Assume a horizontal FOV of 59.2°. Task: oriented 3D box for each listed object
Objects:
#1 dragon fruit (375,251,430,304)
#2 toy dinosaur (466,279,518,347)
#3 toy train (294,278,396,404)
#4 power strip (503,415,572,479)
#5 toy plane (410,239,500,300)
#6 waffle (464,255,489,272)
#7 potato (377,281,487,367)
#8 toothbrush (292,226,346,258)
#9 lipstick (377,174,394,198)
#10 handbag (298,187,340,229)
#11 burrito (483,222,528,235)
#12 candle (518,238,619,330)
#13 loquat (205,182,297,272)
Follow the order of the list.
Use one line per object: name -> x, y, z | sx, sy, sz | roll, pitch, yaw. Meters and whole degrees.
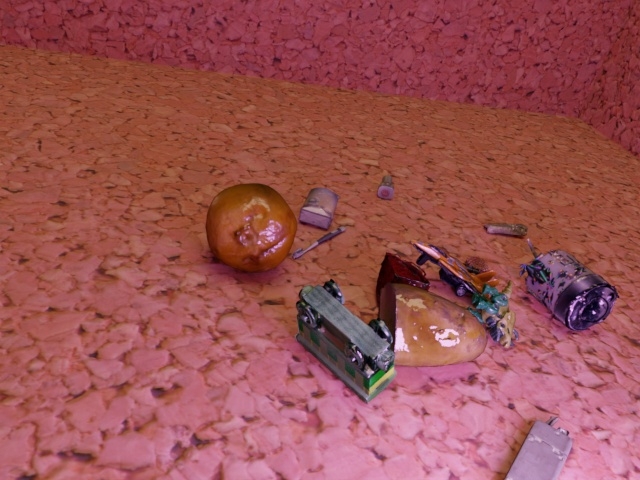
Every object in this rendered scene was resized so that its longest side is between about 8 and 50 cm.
dragon fruit -> 0.233, 0.124, 1.679 | 0.121, 0.127, 0.161 | 22, 25, -20
toy dinosaur -> 0.515, 0.188, 1.655 | 0.153, 0.094, 0.259 | 32, 46, -6
toy train -> 0.058, 0.233, 1.348 | 0.120, 0.202, 0.301 | -35, 52, -27
power strip -> 0.484, 0.481, 1.241 | 0.093, 0.053, 0.288 | 28, 34, 26
toy plane -> 0.401, 0.091, 1.762 | 0.316, 0.103, 0.204 | 24, 29, -11
waffle -> 0.534, 0.083, 1.921 | 0.075, 0.029, 0.083 | 6, 34, -10
potato -> 0.290, 0.228, 1.438 | 0.266, 0.229, 0.229 | 8, 32, -7
toothbrush -> 0.000, 0.000, 1.867 | 0.024, 0.026, 0.288 | 33, 36, 24
lipstick -> 0.271, -0.233, 2.310 | 0.063, 0.057, 0.186 | 13, 29, 2
handbag -> -0.003, -0.117, 2.000 | 0.117, 0.095, 0.173 | 20, 40, 1
burrito -> 0.719, -0.044, 2.178 | 0.171, 0.042, 0.051 | 6, 42, -7
candle -> 0.752, 0.125, 1.780 | 0.188, 0.187, 0.330 | -3, 33, -24
loquat -> -0.199, -0.049, 1.662 | 0.276, 0.275, 0.283 | 14, 28, 3
